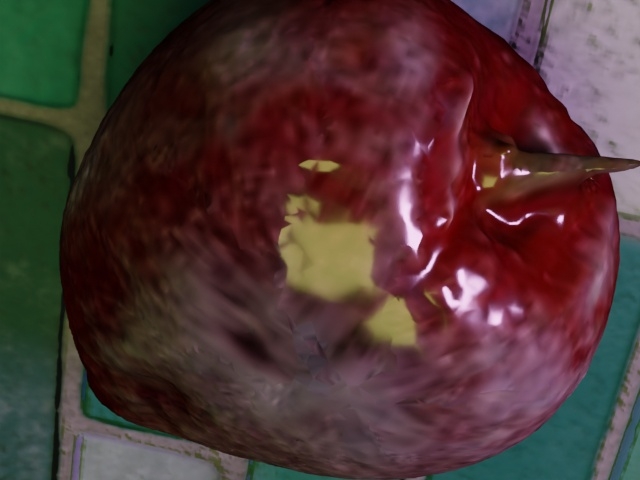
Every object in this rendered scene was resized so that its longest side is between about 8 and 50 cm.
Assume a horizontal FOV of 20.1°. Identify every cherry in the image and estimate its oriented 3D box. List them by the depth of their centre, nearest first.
[{"bbox_3d":[0.000,0.000,0.803,0.300,0.203,0.230,-27,125,36],"label":"cherry"}]
